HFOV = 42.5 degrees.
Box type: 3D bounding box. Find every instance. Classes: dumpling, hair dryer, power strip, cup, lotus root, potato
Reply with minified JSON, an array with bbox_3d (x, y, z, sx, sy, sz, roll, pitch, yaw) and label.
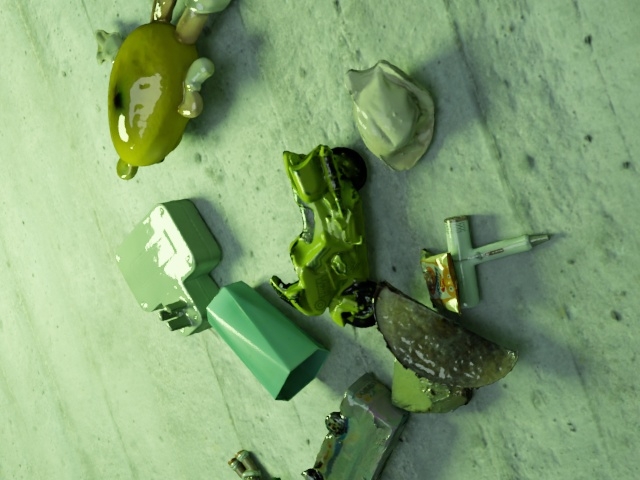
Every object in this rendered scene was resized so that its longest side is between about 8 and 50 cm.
[{"bbox_3d":[0.121,-0.212,1.369,0.136,0.118,0.199,-26,115,23],"label":"dumpling"},{"bbox_3d":[0.298,0.032,1.352,0.183,0.044,0.154,-3,103,32],"label":"hair dryer"},{"bbox_3d":[-0.320,0.077,1.738,0.229,0.141,0.261,-40,76,36],"label":"power strip"},{"bbox_3d":[-0.114,0.194,1.632,0.236,0.134,0.148,39,118,25],"label":"cup"},{"bbox_3d":[0.194,0.249,1.461,0.144,0.070,0.143,6,106,33],"label":"lotus root"},{"bbox_3d":[0.196,0.178,1.408,0.261,0.100,0.120,29,90,15],"label":"potato"}]

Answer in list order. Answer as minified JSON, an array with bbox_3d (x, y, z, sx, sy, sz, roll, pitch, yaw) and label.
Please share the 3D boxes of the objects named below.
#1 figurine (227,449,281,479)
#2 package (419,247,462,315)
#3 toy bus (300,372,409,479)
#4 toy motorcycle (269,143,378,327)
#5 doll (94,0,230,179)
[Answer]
[{"bbox_3d":[-0.135,0.543,1.756,0.197,0.093,0.147,48,113,16],"label":"figurine"},{"bbox_3d":[0.205,0.068,1.393,0.121,0.031,0.108,-173,69,-75],"label":"package"},{"bbox_3d":[0.061,0.416,1.579,0.138,0.112,0.317,31,119,20],"label":"toy bus"},{"bbox_3d":[0.000,0.000,1.491,0.206,0.142,0.342,-9,99,-2],"label":"toy motorcycle"},{"bbox_3d":[-0.326,-0.363,1.618,0.423,0.161,0.348,-39,66,34],"label":"doll"}]
